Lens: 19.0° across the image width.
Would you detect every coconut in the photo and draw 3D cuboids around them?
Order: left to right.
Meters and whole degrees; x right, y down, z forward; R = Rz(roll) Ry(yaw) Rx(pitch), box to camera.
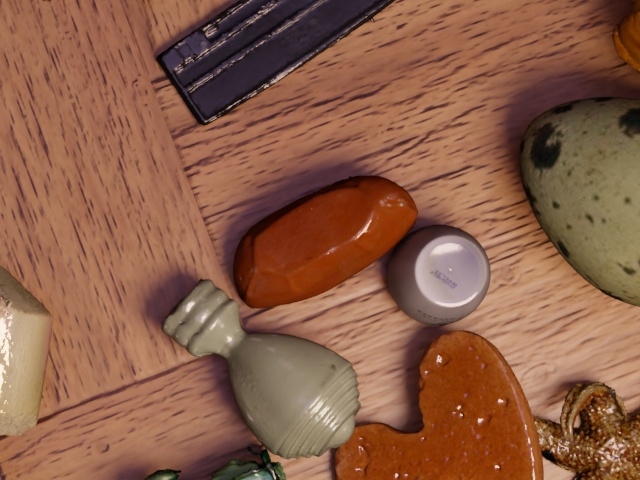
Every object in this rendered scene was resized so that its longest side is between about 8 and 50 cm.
[{"bbox_3d":[-0.302,0.089,1.636,0.147,0.147,0.152,6,89,-6],"label":"coconut"}]

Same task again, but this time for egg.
[{"bbox_3d":[0.279,-0.040,1.687,0.228,0.177,0.177,35,84,10],"label":"egg"}]

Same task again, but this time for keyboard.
[{"bbox_3d":[-0.025,-0.201,1.742,0.250,0.017,0.087,-35,90,-7],"label":"keyboard"}]

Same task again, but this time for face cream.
[{"bbox_3d":[0.108,0.030,1.703,0.091,0.095,0.091,0,86,-7],"label":"face cream"}]

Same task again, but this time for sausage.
[{"bbox_3d":[0.000,0.000,1.700,0.179,0.089,0.089,-30,90,2],"label":"sausage"}]

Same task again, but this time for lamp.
[{"bbox_3d":[-0.048,0.113,1.684,0.193,0.106,0.106,41,84,7],"label":"lamp"}]

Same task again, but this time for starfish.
[{"bbox_3d":[0.248,0.201,1.718,0.190,0.074,0.146,15,86,0],"label":"starfish"}]

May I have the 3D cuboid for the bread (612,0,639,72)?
[{"bbox_3d":[0.396,-0.185,1.677,0.268,0.268,0.145,16,75,-5],"label":"bread"}]

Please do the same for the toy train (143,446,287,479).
[{"bbox_3d":[-0.070,0.318,1.659,0.154,0.115,0.269,-19,88,-1],"label":"toy train"}]

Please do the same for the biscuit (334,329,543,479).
[{"bbox_3d":[0.099,0.186,1.699,0.192,0.036,0.186,-21,83,16],"label":"biscuit"}]
